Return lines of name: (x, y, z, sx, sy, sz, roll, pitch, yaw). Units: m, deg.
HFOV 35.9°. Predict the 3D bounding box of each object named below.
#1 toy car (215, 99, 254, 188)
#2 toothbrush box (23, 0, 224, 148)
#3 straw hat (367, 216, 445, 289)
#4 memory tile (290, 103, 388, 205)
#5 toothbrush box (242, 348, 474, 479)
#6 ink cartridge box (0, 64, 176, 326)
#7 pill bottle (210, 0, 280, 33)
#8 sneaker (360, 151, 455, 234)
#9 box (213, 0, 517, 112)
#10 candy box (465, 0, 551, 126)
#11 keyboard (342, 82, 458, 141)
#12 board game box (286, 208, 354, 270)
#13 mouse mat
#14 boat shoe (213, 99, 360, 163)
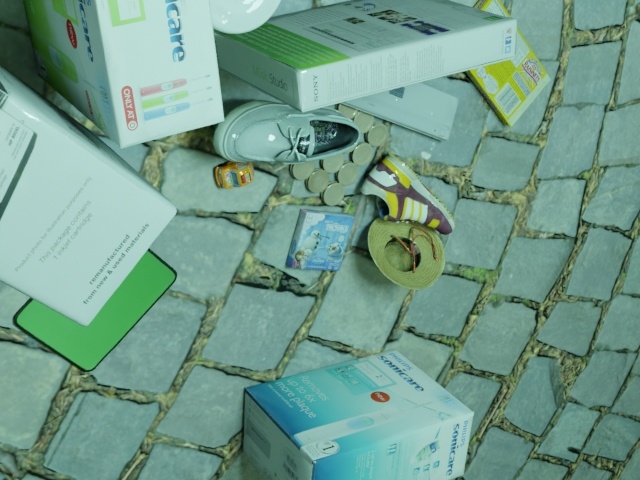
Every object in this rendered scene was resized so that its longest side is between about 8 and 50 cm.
toy car: (-0.107, -0.125, 1.340, 0.060, 0.040, 0.122, -7, 117, -31)
toothbrush box: (-0.223, -0.247, 1.045, 0.122, 0.283, 0.206, -20, 123, -26)
straw hat: (0.123, 0.028, 1.555, 0.144, 0.144, 0.061, -5, 155, -33)
memory tile: (0.028, -0.132, 1.447, 0.113, 0.012, 0.148, 37, 90, -40)
toothbrush box: (0.056, 0.300, 1.549, 0.296, 0.216, 0.126, -9, 117, -30)
ink cartridge box: (-0.382, -0.115, 1.000, 0.166, 0.285, 0.395, -52, 130, -1)
pill bottle: (-0.138, -0.312, 1.117, 0.119, 0.208, 0.119, -15, 119, -28)
sneaker: (0.133, -0.054, 1.529, 0.084, 0.069, 0.185, -45, 124, 3)
box: (0.053, -0.251, 1.263, 0.322, 0.232, 0.058, -17, 120, -26)
candy box: (0.278, -0.278, 1.535, 0.105, 0.027, 0.206, -51, 130, -5)
keyboard: (0.109, -0.211, 1.456, 0.256, 0.014, 0.072, 14, 85, -39)
board game box: (0.000, 0.000, 1.489, 0.090, 0.020, 0.090, 4, 109, -35)
mouse mat: (-0.300, 0.077, 1.333, 0.189, 0.007, 0.152, -47, 130, -4)
boat shoe: (-0.036, -0.141, 1.312, 0.227, 0.081, 0.079, -13, 120, -44)
